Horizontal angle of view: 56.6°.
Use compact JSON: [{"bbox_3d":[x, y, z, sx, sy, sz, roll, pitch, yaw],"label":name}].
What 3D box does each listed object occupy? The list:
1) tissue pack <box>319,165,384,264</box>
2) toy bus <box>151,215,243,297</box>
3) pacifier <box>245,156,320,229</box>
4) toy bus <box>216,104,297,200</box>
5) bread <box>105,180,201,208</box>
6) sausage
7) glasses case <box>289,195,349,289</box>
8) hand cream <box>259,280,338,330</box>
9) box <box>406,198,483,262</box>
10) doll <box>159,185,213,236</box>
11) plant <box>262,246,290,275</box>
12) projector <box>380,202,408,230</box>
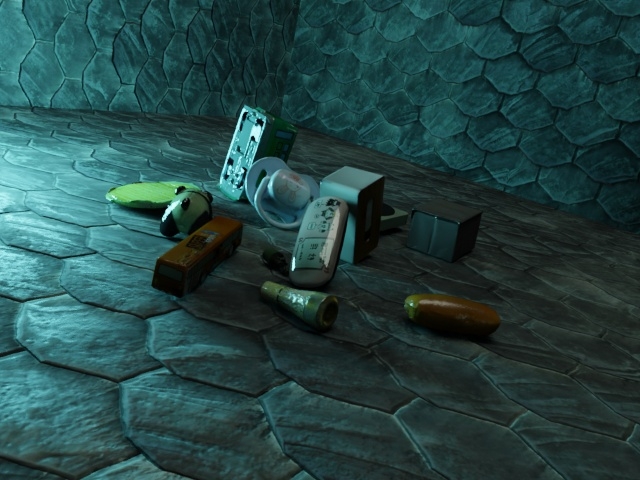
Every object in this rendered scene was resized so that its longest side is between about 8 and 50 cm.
[{"bbox_3d":[0.090,-0.078,1.796,0.135,0.246,0.159,20,34,29],"label":"tissue pack"},{"bbox_3d":[-0.296,0.031,1.500,0.093,0.092,0.409,16,19,6],"label":"toy bus"},{"bbox_3d":[-0.142,-0.141,2.042,0.287,0.239,0.225,24,-19,-17],"label":"pacifier"},{"bbox_3d":[-0.228,-0.312,2.207,0.199,0.344,0.183,6,23,-44],"label":"toy bus"},{"bbox_3d":[-0.535,-0.146,1.915,0.301,0.045,0.301,1,16,0],"label":"bread"},{"bbox_3d":[0.320,0.181,1.451,0.238,0.098,0.098,12,18,-6],"label":"sausage"},{"bbox_3d":[0.000,0.000,1.602,0.121,0.075,0.315,-2,49,21],"label":"glasses case"},{"bbox_3d":[-0.059,0.141,1.366,0.203,0.084,0.084,15,17,34],"label":"hand cream"},{"bbox_3d":[0.438,-0.040,2.093,0.188,0.153,0.252,19,20,25],"label":"box"},{"bbox_3d":[-0.377,-0.080,1.727,0.143,0.135,0.234,12,14,-6],"label":"doll"},{"bbox_3d":[-0.114,0.057,1.608,0.051,0.051,0.102,-5,30,-42],"label":"plant"},{"bbox_3d":[0.157,-0.099,2.204,0.257,0.079,0.259,23,21,31],"label":"projector"}]
